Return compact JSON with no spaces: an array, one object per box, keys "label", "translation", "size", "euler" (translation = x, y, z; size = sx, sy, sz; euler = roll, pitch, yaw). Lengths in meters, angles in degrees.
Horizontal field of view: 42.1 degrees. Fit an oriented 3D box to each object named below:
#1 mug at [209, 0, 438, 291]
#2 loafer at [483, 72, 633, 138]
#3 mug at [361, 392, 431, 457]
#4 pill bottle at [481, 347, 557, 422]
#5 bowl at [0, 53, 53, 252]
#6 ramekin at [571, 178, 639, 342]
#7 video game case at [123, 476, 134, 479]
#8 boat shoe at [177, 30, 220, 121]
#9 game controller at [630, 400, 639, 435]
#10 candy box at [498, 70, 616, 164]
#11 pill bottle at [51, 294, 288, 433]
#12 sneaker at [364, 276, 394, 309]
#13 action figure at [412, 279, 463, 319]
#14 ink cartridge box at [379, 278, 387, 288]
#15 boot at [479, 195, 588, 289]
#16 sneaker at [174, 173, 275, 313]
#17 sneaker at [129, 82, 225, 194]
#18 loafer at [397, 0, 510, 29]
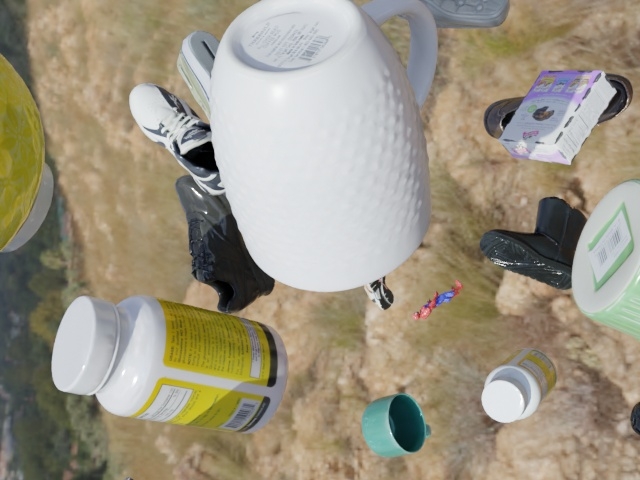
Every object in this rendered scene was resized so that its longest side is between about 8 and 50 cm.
[{"label":"mug","translation":[0.027,-0.169,1.094],"size":[0.276,0.374,0.328],"euler":[31,154,32]},{"label":"loafer","translation":[0.593,-0.312,2.052],"size":[0.130,0.366,0.133],"euler":[-78,-29,-72]},{"label":"mug","translation":[0.158,0.410,1.797],"size":[0.097,0.157,0.129],"euler":[-23,24,38]},{"label":"pill bottle","translation":[0.410,0.303,1.729],"size":[0.118,0.208,0.117],"euler":[5,101,29]},{"label":"bowl","translation":[-0.385,-0.066,0.891],"size":[0.289,0.156,0.289],"euler":[-15,62,31]},{"label":"ramekin","translation":[0.594,0.034,1.532],"size":[0.303,0.148,0.303],"euler":[-162,90,-82]},{"label":"video game case","translation":[-0.329,0.439,1.018],"size":[0.196,0.026,0.274],"euler":[-39,18,33]},{"label":"boat shoe","translation":[-0.184,-0.273,1.658],"size":[0.302,0.109,0.094],"euler":[61,148,5]},{"label":"game controller","translation":[0.593,0.225,1.150],"size":[0.166,0.319,0.067],"euler":[38,139,57]},{"label":"candy box","translation":[0.496,-0.262,1.754],"size":[0.196,0.070,0.165],"euler":[-56,33,-10]},{"label":"pill bottle","translation":[-0.232,0.190,1.302],"size":[0.188,0.334,0.187],"euler":[-26,55,44]},{"label":"sneaker","translation":[0.084,0.067,1.348],"size":[0.044,0.040,0.109],"euler":[29,148,43]},{"label":"action figure","translation":[0.205,0.110,1.483],"size":[0.030,0.115,0.038],"euler":[47,147,14]},{"label":"ink cartridge box","translation":[0.000,0.000,1.229],"size":[0.056,0.224,0.181],"euler":[-42,-10,2]},{"label":"boot","translation":[0.497,-0.018,1.930],"size":[0.094,0.247,0.207],"euler":[120,172,-54]},{"label":"sneaker","translation":[-0.197,0.010,1.560],"size":[0.109,0.130,0.286],"euler":[-12,113,53]},{"label":"sneaker","translation":[-0.225,-0.182,1.384],"size":[0.235,0.094,0.153],"euler":[54,165,-3]},{"label":"loafer","translation":[0.243,-0.468,1.630],"size":[0.319,0.111,0.112],"euler":[32,83,42]}]
